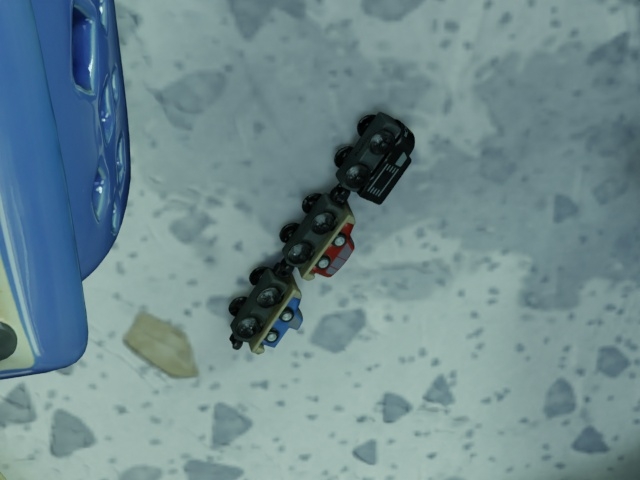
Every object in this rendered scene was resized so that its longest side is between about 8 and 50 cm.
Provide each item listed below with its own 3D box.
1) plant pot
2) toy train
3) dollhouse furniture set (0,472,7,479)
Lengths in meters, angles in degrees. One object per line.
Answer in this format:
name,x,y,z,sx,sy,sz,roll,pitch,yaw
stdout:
plant pot,-0.205,-0.063,0.559,0.236,0.212,0.236,-6,121,-3
toy train,0.000,0.000,0.733,0.036,0.027,0.158,23,115,-31
dollhouse furniture set,-0.171,0.168,0.818,0.114,0.091,0.081,53,145,-7
